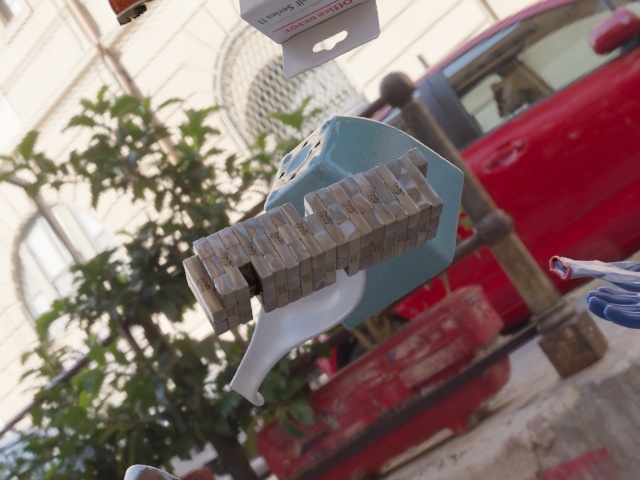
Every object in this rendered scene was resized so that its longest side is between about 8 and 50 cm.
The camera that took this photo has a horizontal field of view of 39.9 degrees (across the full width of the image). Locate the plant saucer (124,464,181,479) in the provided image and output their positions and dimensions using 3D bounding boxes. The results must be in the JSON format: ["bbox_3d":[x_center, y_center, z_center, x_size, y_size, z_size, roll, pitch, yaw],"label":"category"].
[{"bbox_3d":[-0.128,0.282,0.836,0.029,0.168,0.168,-48,2,-36],"label":"plant saucer"}]

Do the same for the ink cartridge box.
[{"bbox_3d":[-0.031,-0.472,1.468,0.207,0.354,0.119,-20,-24,28],"label":"ink cartridge box"}]

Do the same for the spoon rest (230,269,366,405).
[{"bbox_3d":[-0.041,0.111,1.236,0.276,0.137,0.084,-59,-10,6],"label":"spoon rest"}]

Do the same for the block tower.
[{"bbox_3d":[0.000,0.000,1.116,0.335,0.097,0.091,-25,-29,-15],"label":"block tower"}]

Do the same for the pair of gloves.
[{"bbox_3d":[0.311,0.055,0.834,0.159,0.023,0.198,8,17,-5],"label":"pair of gloves"}]

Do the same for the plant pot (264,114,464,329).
[{"bbox_3d":[0.056,-0.057,1.457,0.247,0.252,0.248,-36,24,36],"label":"plant pot"}]

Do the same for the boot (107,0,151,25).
[{"bbox_3d":[-0.307,-0.443,1.511,0.158,0.085,0.059,-27,8,24],"label":"boot"}]
